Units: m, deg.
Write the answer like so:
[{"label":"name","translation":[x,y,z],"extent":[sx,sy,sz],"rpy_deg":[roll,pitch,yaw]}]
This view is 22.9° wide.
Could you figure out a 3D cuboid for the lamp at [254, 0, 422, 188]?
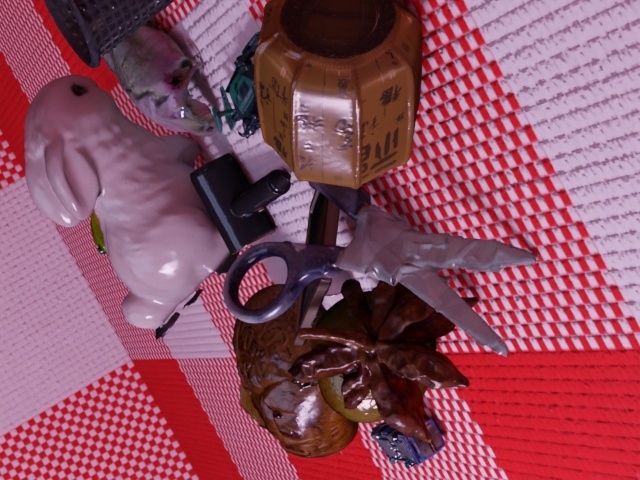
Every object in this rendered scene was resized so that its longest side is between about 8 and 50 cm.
[{"label":"lamp","translation":[0.017,-0.145,1.459],"extent":[0.161,0.161,0.185],"rpy_deg":[49,159,32]}]

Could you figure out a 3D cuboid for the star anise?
[{"label":"star anise","translation":[0.072,0.112,1.666],"extent":[0.196,0.212,0.111],"rpy_deg":[50,-174,17]}]

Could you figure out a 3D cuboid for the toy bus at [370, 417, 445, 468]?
[{"label":"toy bus","translation":[0.109,0.252,2.008],"extent":[0.051,0.061,0.153],"rpy_deg":[59,165,-4]}]

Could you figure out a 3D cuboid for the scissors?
[{"label":"scissors","translation":[0.062,0.012,1.581],"extent":[0.383,0.256,0.029],"rpy_deg":[25,179,44]}]

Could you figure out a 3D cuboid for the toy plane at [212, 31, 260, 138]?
[{"label":"toy plane","translation":[-0.085,-0.169,1.866],"extent":[0.096,0.060,0.235],"rpy_deg":[66,160,6]}]

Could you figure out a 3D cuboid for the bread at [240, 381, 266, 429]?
[{"label":"bread","translation":[-0.078,0.237,2.479],"extent":[0.157,0.083,0.094],"rpy_deg":[7,123,66]}]

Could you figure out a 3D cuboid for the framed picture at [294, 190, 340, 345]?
[{"label":"framed picture","translation":[0.000,0.000,1.789],"extent":[0.250,0.016,0.184],"rpy_deg":[110,167,-70]}]

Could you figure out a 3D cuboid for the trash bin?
[{"label":"trash bin","translation":[-0.251,-0.318,1.909],"extent":[0.175,0.161,0.175],"rpy_deg":[55,166,21]}]

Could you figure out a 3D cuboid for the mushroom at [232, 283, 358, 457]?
[{"label":"mushroom","translation":[-0.030,0.176,2.140],"extent":[0.253,0.153,0.253],"rpy_deg":[157,90,-79]}]

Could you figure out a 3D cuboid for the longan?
[{"label":"longan","translation":[0.048,0.136,1.806],"extent":[0.145,0.176,0.155],"rpy_deg":[63,-168,-2]}]

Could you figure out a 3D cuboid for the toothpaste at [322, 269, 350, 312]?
[{"label":"toothpaste","translation":[0.039,0.112,2.017],"extent":[0.071,0.045,0.193],"rpy_deg":[54,170,45]}]

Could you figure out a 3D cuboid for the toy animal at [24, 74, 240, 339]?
[{"label":"toy animal","translation":[-0.279,-0.065,2.220],"extent":[0.357,0.257,0.194],"rpy_deg":[40,159,-13]}]

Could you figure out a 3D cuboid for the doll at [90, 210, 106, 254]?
[{"label":"doll","translation":[-0.258,-0.028,2.407],"extent":[0.106,0.186,0.134],"rpy_deg":[121,146,-72]}]

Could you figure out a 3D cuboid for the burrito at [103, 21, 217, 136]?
[{"label":"burrito","translation":[-0.221,-0.222,2.121],"extent":[0.229,0.089,0.144],"rpy_deg":[43,159,48]}]

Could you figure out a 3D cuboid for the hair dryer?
[{"label":"hair dryer","translation":[-0.089,-0.071,2.060],"extent":[0.128,0.070,0.255],"rpy_deg":[60,156,1]}]
